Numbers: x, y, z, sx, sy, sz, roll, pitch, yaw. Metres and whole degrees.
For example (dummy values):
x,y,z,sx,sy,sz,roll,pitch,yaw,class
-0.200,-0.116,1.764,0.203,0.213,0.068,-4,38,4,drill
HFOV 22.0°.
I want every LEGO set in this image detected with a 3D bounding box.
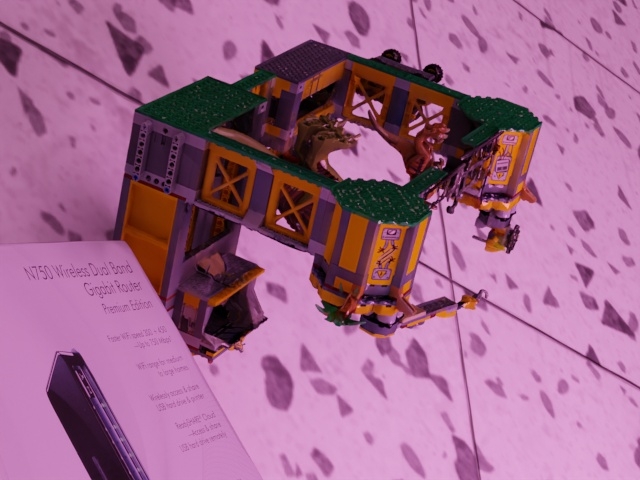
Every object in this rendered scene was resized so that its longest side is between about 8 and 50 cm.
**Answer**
x,y,z,sx,sy,sz,roll,pitch,yaw,class
0.000,0.000,1.142,0.255,0.192,0.331,18,26,11,LEGO set

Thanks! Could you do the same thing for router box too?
x,y,z,sx,sy,sz,roll,pitch,yaw,class
-0.133,0.148,0.878,0.301,0.082,0.335,59,16,8,router box
